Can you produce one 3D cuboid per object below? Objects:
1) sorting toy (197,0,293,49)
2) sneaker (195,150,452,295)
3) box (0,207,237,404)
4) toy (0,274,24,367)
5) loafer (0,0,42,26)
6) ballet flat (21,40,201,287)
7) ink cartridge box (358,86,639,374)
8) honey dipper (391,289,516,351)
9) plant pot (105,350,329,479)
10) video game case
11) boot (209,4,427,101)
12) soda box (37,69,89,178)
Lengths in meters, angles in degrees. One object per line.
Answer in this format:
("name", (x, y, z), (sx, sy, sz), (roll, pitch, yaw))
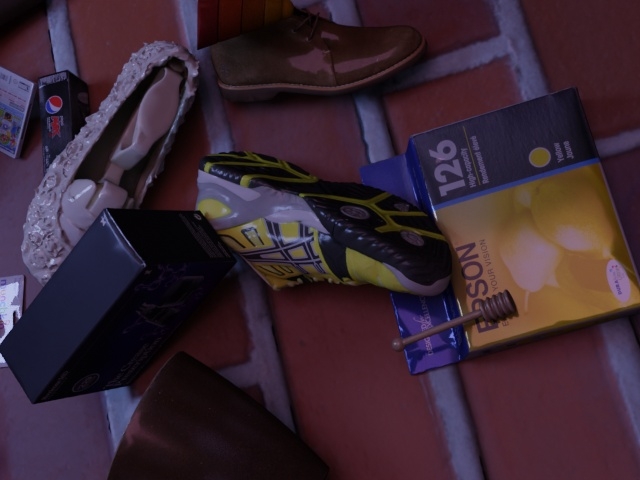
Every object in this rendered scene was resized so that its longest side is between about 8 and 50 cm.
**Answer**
("sorting toy", (-0.097, -0.376, 1.412), (0.126, 0.127, 0.365), (4, 36, -3))
("sneaker", (0.000, 0.000, 1.329), (0.384, 0.145, 0.147), (23, 115, 31))
("box", (-0.260, 0.082, 1.306), (0.261, 0.184, 0.103), (-48, 65, 23))
("toy", (-0.557, 0.124, 1.495), (0.237, 0.056, 0.137), (-8, 74, 14))
("loafer", (-0.502, -0.410, 1.590), (0.130, 0.134, 0.366), (33, 86, 22))
("ballet flat", (-0.289, -0.108, 1.422), (0.147, 0.147, 0.409), (22, 81, 21))
("ink cartridge box", (0.221, -0.014, 1.298), (0.307, 0.072, 0.304), (-17, 71, 9))
("honey dipper", (0.160, 0.103, 1.240), (0.160, 0.030, 0.030), (-25, 69, 19))
("plant pot", (-0.115, 0.281, 1.253), (0.230, 0.215, 0.215), (24, 82, 7))
("video game case", (-0.481, -0.198, 1.561), (0.087, 0.011, 0.122), (27, 107, 25))
("boot", (-0.009, -0.270, 1.400), (0.305, 0.115, 0.112), (-6, 37, 13))
("soda box", (-0.382, -0.166, 1.524), (0.053, 0.060, 0.169), (-13, 72, 16))
